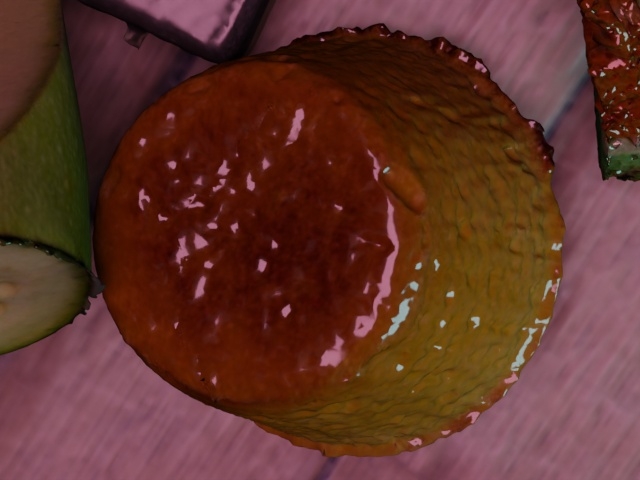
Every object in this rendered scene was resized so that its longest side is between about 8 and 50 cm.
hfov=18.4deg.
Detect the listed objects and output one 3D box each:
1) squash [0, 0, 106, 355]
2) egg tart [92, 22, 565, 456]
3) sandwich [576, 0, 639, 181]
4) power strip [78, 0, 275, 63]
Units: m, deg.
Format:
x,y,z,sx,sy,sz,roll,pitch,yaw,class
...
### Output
x,y,z,sx,sy,sz,roll,pitch,yaw,class
-0.203,-0.077,0.872,0.189,0.189,0.260,-15,69,8,squash
0.000,0.000,0.918,0.215,0.171,0.215,0,89,18,egg tart
0.152,-0.155,0.893,0.079,0.159,0.235,-4,78,12,sandwich
-0.038,-0.209,0.943,0.105,0.070,0.257,26,99,5,power strip
